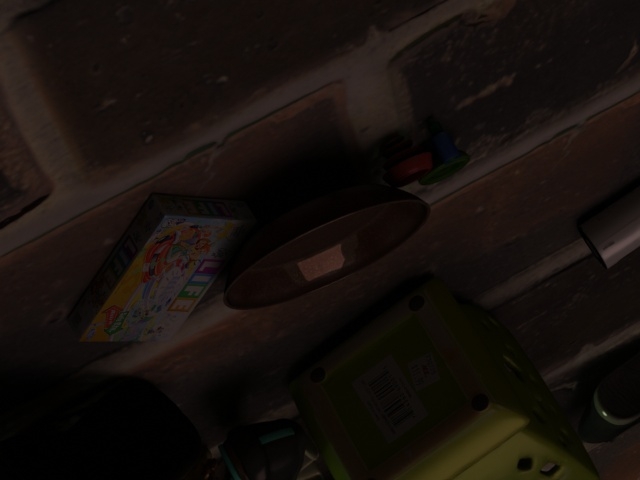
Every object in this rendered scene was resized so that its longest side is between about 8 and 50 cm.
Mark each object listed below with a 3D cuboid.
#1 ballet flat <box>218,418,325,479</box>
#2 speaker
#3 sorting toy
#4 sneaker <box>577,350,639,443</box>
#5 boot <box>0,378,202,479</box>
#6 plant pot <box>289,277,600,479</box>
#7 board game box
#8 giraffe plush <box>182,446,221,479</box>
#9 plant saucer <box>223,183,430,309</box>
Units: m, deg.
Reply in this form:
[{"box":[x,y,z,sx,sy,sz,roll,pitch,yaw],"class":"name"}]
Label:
[{"box":[-0.042,0.249,1.798,0.096,0.095,0.280,-27,162,-11],"class":"ballet flat"},{"box":[0.338,-0.030,1.831,0.136,0.055,0.055,-35,149,1],"class":"speaker"},{"box":[0.092,-0.078,1.561,0.061,0.042,0.102,-35,165,34],"class":"sorting toy"},{"box":[0.412,0.170,2.176,0.222,0.083,0.118,-25,164,-20],"class":"sneaker"},{"box":[-0.281,0.281,1.543,0.284,0.138,0.377,-45,178,25],"class":"boot"},{"box":[0.111,0.189,1.776,0.227,0.228,0.207,-36,143,8],"class":"plant pot"},{"box":[-0.135,0.026,1.502,0.103,0.026,0.154,2,134,-45],"class":"board game box"},{"box":[-0.160,0.298,1.755,0.210,0.181,0.170,4,112,-31],"class":"giraffe plush"},{"box":[0.000,0.000,1.543,0.198,0.036,0.198,-22,164,-7],"class":"plant saucer"}]
